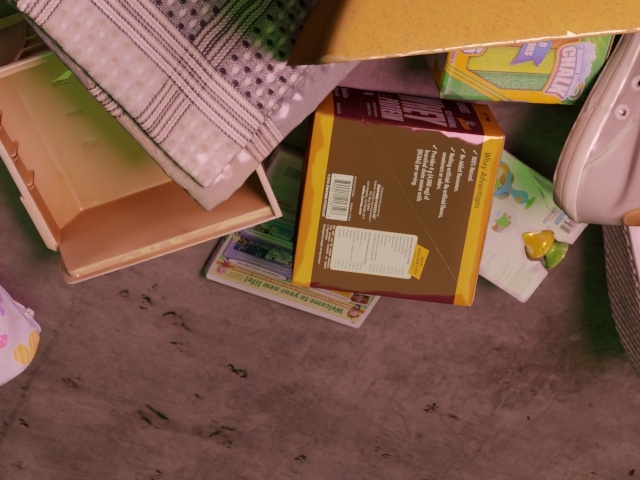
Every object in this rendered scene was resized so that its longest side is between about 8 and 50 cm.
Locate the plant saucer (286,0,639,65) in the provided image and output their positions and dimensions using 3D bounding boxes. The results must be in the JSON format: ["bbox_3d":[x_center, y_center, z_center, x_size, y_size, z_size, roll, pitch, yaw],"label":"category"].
[{"bbox_3d":[0.144,-0.200,1.065,0.332,0.333,0.081,-7,99,-5],"label":"plant saucer"}]

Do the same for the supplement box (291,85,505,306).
[{"bbox_3d":[0.077,-0.051,1.369,0.194,0.129,0.191,7,110,-3],"label":"supplement box"}]

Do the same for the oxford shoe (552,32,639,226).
[{"bbox_3d":[0.379,-0.207,1.271,0.169,0.130,0.449,9,106,-60],"label":"oxford shoe"}]

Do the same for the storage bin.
[{"bbox_3d":[-0.208,-0.118,1.321,0.260,0.123,0.262,-18,128,4],"label":"storage bin"}]

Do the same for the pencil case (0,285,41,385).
[{"bbox_3d":[-0.415,0.046,1.415,0.124,0.113,0.273,-25,127,-1],"label":"pencil case"}]

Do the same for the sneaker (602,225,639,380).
[{"bbox_3d":[0.398,-0.008,1.428,0.150,0.135,0.366,-10,100,-4],"label":"sneaker"}]

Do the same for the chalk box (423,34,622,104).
[{"bbox_3d":[0.221,-0.225,1.306,0.213,0.132,0.132,1,126,-10],"label":"chalk box"}]

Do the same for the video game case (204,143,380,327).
[{"bbox_3d":[0.000,0.000,1.506,0.212,0.023,0.193,20,121,-23],"label":"video game case"}]

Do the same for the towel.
[{"bbox_3d":[-0.081,-0.223,1.174,0.312,0.056,0.324,-49,133,-8],"label":"towel"}]

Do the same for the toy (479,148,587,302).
[{"bbox_3d":[0.180,-0.046,1.472,0.237,0.056,0.137,33,106,-12],"label":"toy"}]
